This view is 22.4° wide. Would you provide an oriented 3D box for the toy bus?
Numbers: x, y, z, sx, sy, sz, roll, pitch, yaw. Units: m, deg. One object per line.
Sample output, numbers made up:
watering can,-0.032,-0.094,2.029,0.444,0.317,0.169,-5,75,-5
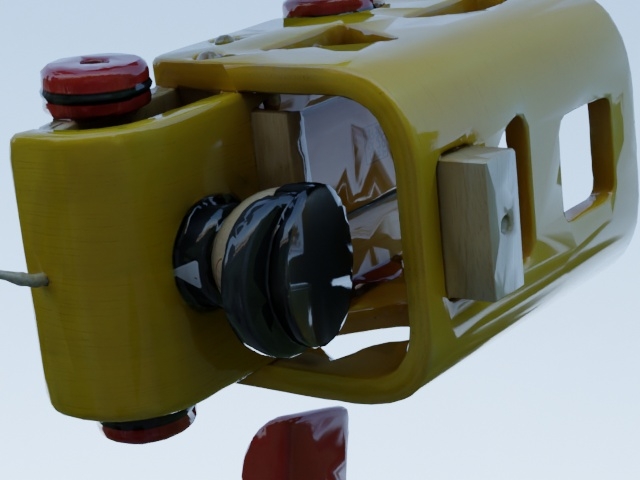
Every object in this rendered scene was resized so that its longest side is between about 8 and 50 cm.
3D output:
toy bus,0.006,-0.009,0.423,0.104,0.202,0.191,5,-24,36
